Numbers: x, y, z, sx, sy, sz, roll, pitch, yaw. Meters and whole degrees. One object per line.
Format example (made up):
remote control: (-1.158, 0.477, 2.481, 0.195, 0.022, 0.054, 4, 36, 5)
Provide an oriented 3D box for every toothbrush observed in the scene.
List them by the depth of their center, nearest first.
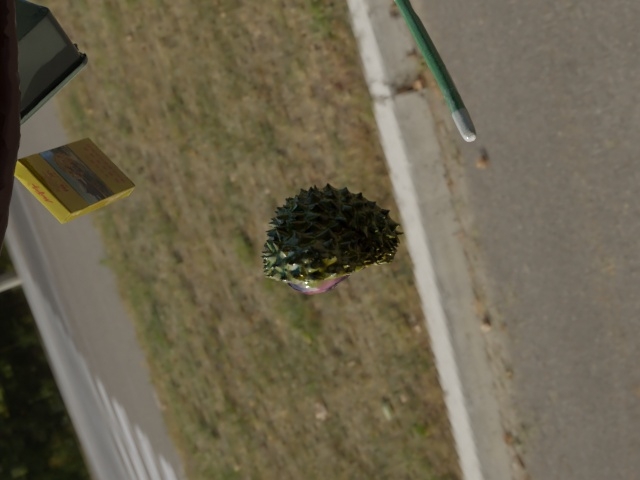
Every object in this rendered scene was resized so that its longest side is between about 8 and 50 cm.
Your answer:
toothbrush: (0.081, -0.201, 1.021, 0.257, 0.024, 0.018, 66, -173, 14)

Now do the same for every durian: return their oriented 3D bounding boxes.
durian: (-0.001, 0.002, 1.358, 0.108, 0.187, 0.119, -62, -36, -64)

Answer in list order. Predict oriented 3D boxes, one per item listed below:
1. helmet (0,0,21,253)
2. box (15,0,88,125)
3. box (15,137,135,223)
helmet: (-0.277, -0.055, 0.243, 0.230, 0.337, 0.385, -11, 123, 35)
box: (-0.293, -0.171, 1.082, 0.084, 0.122, 0.069, 23, 151, 34)
box: (-0.282, -0.072, 1.308, 0.087, 0.023, 0.155, 48, -157, 2)
